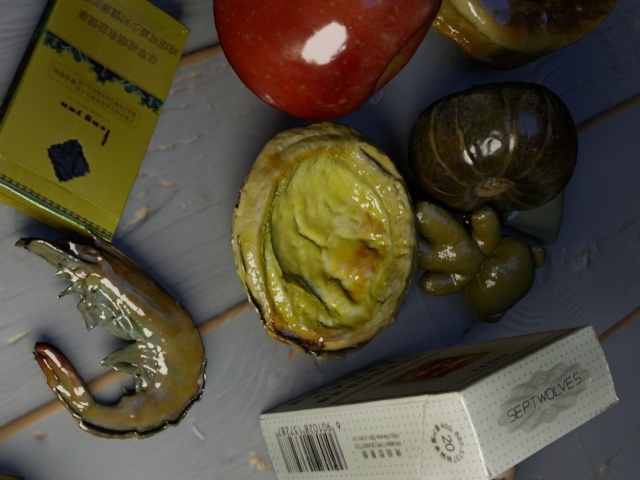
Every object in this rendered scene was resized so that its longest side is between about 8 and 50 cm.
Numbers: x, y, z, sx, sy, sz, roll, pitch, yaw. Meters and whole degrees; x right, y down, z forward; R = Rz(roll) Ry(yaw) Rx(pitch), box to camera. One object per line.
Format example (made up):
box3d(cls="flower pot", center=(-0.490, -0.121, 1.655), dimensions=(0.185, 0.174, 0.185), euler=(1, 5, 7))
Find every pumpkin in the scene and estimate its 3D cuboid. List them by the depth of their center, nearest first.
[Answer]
box3d(cls="pumpkin", center=(0.215, -0.124, 1.489), dimensions=(0.219, 0.219, 0.162), euler=(10, 64, -36))

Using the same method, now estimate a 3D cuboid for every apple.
box3d(cls="apple", center=(0.009, -0.266, 1.333), dimensions=(0.216, 0.260, 0.260), euler=(43, 54, 6))

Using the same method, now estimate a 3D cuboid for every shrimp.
box3d(cls="shrimp", center=(-0.220, 0.101, 1.198), dimensions=(0.253, 0.058, 0.173), euler=(39, 67, -27))

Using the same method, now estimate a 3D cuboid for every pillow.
box3d(cls="pillow", center=(0.296, -0.105, 1.644), dimensions=(0.119, 0.053, 0.208), euler=(15, 74, -32))

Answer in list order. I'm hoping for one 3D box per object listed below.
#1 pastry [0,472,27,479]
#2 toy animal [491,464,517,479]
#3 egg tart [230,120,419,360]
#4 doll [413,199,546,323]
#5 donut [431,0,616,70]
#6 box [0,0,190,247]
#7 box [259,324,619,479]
box3d(cls="pastry", center=(-0.301, 0.320, 1.049), dimensions=(0.229, 0.100, 0.218), euler=(45, 56, -19))
box3d(cls="toy animal", center=(0.194, 0.282, 1.454), dimensions=(0.114, 0.082, 0.091), euler=(-37, 101, -37))
box3d(cls="egg tart", center=(0.000, 0.000, 1.368), dimensions=(0.279, 0.095, 0.278), euler=(5, 82, -36))
box3d(cls="doll", center=(0.182, 0.014, 1.509), dimensions=(0.209, 0.097, 0.137), euler=(32, 102, -23))
box3d(cls="donut", center=(0.248, -0.378, 1.620), dimensions=(0.330, 0.160, 0.330), euler=(12, 65, -26))
box3d(cls="box", center=(-0.244, -0.146, 1.241), dimensions=(0.153, 0.041, 0.279), euler=(31, 62, -29))
box3d(cls="box", center=(0.115, 0.180, 1.256), dimensions=(0.210, 0.330, 0.095), euler=(-20, 91, -39))
